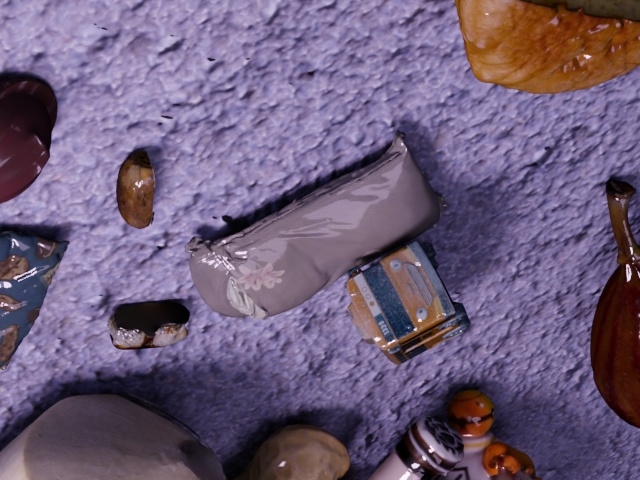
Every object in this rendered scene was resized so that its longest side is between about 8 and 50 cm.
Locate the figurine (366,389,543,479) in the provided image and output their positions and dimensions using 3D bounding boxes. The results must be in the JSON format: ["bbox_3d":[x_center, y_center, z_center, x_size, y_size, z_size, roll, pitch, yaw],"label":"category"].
[{"bbox_3d":[0.164,0.340,2.001,0.196,0.320,0.323,-3,170,31],"label":"figurine"}]

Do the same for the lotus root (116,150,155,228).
[{"bbox_3d":[-0.164,-0.039,1.483,0.030,0.037,0.083,-10,142,-15],"label":"lotus root"}]

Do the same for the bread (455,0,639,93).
[{"bbox_3d":[0.190,-0.193,1.427,0.260,0.129,0.134,6,135,-34],"label":"bread"}]

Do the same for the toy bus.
[{"bbox_3d":[0.084,0.065,1.672,0.103,0.091,0.182,-28,169,2],"label":"toy bus"}]

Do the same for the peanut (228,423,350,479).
[{"bbox_3d":[-0.088,0.317,1.920,0.298,0.120,0.136,-41,122,15],"label":"peanut"}]

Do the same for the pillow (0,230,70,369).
[{"bbox_3d":[-0.365,0.058,1.487,0.255,0.034,0.189,1,137,-33],"label":"pillow"}]

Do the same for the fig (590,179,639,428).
[{"bbox_3d":[0.369,0.059,1.846,0.217,0.217,0.321,-31,118,7],"label":"fig"}]

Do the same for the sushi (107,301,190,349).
[{"bbox_3d":[-0.168,0.091,1.641,0.083,0.044,0.046,-3,138,-26],"label":"sushi"}]

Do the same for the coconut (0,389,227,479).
[{"bbox_3d":[-0.219,0.307,1.686,0.323,0.323,0.323,-16,144,-12],"label":"coconut"}]

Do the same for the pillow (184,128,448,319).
[{"bbox_3d":[0.000,0.000,1.617,0.255,0.059,0.169,-28,144,2],"label":"pillow"}]

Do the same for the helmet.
[{"bbox_3d":[-0.263,-0.072,1.353,0.123,0.070,0.098,-25,144,1],"label":"helmet"}]
